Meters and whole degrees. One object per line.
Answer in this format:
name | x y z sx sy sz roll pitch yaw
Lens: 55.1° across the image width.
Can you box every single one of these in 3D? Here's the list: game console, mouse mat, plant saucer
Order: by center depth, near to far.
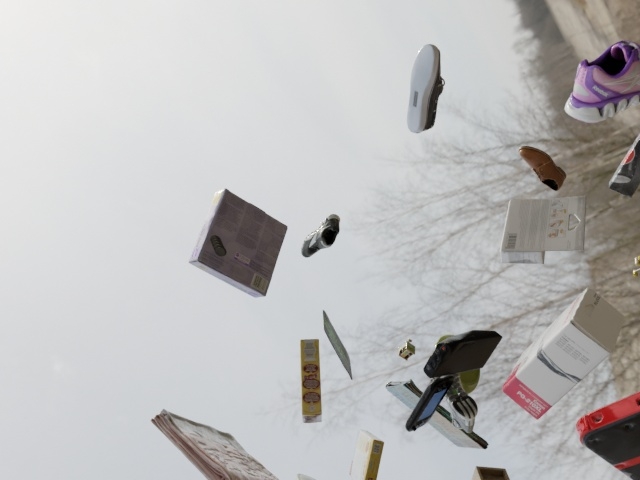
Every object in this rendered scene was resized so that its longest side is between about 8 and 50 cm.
game console | 0.884 0.481 1.528 0.341 0.386 0.060 34 -141 -18
game console | 0.345 0.388 1.682 0.213 0.362 0.044 -1 -144 -36
mouse mat | 0.051 0.312 1.844 0.190 0.007 0.153 61 -172 -17
plant saucer | 0.540 0.471 2.373 0.240 0.037 0.241 21 -128 -29

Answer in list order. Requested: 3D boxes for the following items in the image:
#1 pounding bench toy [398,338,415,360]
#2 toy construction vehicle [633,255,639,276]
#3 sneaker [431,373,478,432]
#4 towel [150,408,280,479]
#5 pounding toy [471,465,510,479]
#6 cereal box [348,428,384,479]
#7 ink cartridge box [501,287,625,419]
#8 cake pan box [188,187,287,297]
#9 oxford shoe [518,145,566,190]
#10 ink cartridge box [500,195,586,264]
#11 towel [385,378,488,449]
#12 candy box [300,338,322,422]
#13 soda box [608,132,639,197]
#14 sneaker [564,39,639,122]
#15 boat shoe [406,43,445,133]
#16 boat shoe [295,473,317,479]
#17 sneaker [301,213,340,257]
pounding bench toy | 0.393 0.496 2.806 0.052 0.065 0.083 34 -147 -14
toy construction vehicle | 0.884 0.058 1.630 0.035 0.098 0.086 49 -132 -32
sneaker | 0.387 0.472 1.806 0.229 0.086 0.132 -114 11 -56
towel | -0.223 0.546 1.515 0.316 0.053 0.332 27 168 39
pounding toy | 0.581 0.865 2.104 0.141 0.130 0.100 -96 13 -66
cereal box | 0.163 0.789 2.221 0.240 0.047 0.173 140 144 -78
ink cartridge box | 0.509 0.236 1.289 0.100 0.237 0.172 40 -143 14
cake pan box | -0.235 0.013 1.839 0.266 0.070 0.246 31 -116 -33
oxford shoe | 0.775 -0.253 2.152 0.212 0.076 0.076 35 -116 -12
ink cartridge box | 0.766 -0.038 2.098 0.296 0.260 0.066 -62 -37 -44
towel | 0.422 0.643 2.275 0.370 0.271 0.040 38 -108 1
candy box | -0.025 0.352 1.535 0.109 0.053 0.187 92 175 -63
soda box | 0.746 -0.188 1.439 0.060 0.169 0.053 28 -154 13
sneaker | 0.513 -0.279 0.999 0.095 0.236 0.105 -119 10 -54
boat shoe | 0.278 -0.382 1.556 0.076 0.229 0.080 -13 -147 -27
boat shoe | -0.002 0.835 1.878 0.127 0.340 0.113 24 -93 -32
sneaker | 0.000 0.000 2.533 0.078 0.234 0.106 30 -154 -28
